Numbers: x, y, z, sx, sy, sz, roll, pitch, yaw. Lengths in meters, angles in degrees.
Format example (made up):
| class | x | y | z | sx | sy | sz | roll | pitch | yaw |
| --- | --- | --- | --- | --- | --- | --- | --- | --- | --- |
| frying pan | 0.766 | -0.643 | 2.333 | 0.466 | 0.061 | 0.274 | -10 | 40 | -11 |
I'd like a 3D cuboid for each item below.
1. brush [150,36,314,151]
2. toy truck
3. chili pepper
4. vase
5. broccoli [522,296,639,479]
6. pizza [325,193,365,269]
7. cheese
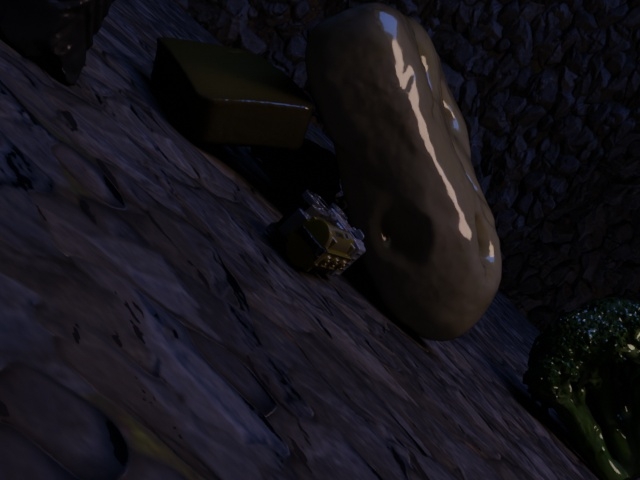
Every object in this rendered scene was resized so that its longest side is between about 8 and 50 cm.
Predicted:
| class | x | y | z | sx | sy | sz | roll | pitch | yaw |
| --- | --- | --- | --- | --- | --- | --- | --- | --- | --- |
| brush | -0.096 | -0.152 | 1.069 | 0.123 | 0.059 | 0.197 | 6 | 24 | -25 |
| toy truck | 0.000 | 0.000 | 0.910 | 0.063 | 0.052 | 0.123 | 50 | 9 | 16 |
| chili pepper | -0.032 | -0.089 | 1.222 | 0.122 | 0.065 | 0.279 | 16 | 13 | -27 |
| vase | -0.142 | -0.236 | 0.741 | 0.115 | 0.237 | 0.115 | 42 | 7 | -7 |
| broccoli | 0.402 | 0.192 | 1.377 | 0.294 | 0.265 | 0.245 | -3 | 70 | -26 |
| pizza | 0.051 | -0.009 | 1.273 | 0.195 | 0.052 | 0.185 | 46 | 4 | 23 |
| cheese | 0.109 | -0.087 | 1.162 | 0.328 | 0.129 | 0.351 | -42 | 112 | -72 |
